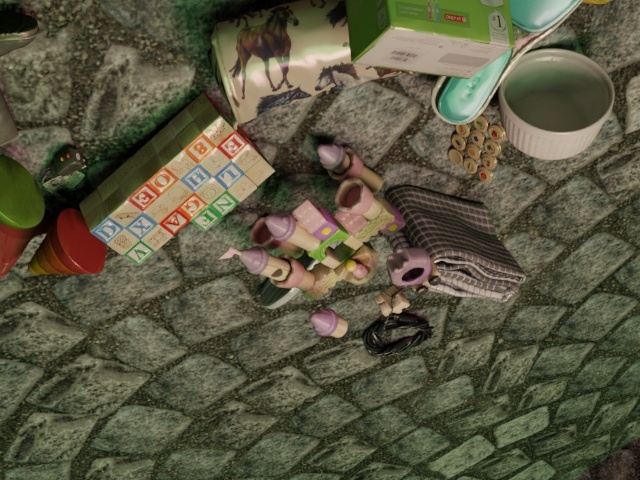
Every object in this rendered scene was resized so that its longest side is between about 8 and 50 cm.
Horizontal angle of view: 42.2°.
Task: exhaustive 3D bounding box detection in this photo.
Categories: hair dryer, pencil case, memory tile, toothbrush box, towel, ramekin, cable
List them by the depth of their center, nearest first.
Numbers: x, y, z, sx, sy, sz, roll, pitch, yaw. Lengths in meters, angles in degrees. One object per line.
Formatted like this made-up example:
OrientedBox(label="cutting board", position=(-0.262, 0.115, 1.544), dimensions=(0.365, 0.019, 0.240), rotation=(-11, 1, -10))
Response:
OrientedBox(label="toothbrush box", position=(0.147, -0.394, 1.194), dimensions=(0.206, 0.283, 0.122), rotation=(1, 167, -25))
OrientedBox(label="pencil case", position=(0.028, -0.310, 1.338), dimensions=(0.410, 0.160, 0.183), rotation=(-16, 156, -8))
OrientedBox(label="hair dryer", position=(-0.482, -0.021, 1.479), dimensions=(0.293, 0.080, 0.224), rotation=(-29, 139, 8))
OrientedBox(label="ramekin", position=(0.433, -0.248, 1.554), dimensions=(0.207, 0.207, 0.109), rotation=(-17, 149, -6))
OrientedBox(label="memory tile", position=(0.303, -0.188, 1.626), dimensions=(0.012, 0.113, 0.148), rotation=(-34, 148, -28))
OrientedBox(label="towel", position=(0.276, 0.008, 1.729), dimensions=(0.283, 0.235, 0.121), rotation=(12, 123, -33))
OrientedBox(label="cable", position=(0.200, 0.244, 2.084), dimensions=(0.184, 0.047, 0.151), rotation=(11, 129, -33))

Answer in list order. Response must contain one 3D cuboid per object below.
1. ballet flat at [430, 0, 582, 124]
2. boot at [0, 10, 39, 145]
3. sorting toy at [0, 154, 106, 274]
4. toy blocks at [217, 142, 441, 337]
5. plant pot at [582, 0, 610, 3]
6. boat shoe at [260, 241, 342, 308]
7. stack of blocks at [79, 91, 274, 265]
OrientedBox(label="ballet flat", position=(0.322, -0.378, 1.423), dimensions=(0.139, 0.139, 0.400), rotation=(14, 126, -35))
OrientedBox(label="boot", position=(-0.494, -0.234, 1.252), dimensions=(0.189, 0.076, 0.209), rotation=(-4, 131, 1))
OrientedBox(label="sorting toy", position=(-0.515, -0.041, 1.339), dimensions=(0.126, 0.127, 0.365), rotation=(-27, 134, 20))
OrientedBox(label="toy blocks", position=(0.000, 0.000, 1.537), dimensions=(0.288, 0.309, 0.260), rotation=(-40, 142, 19))
OrientedBox(label="plant pot", position=(0.469, -0.459, 1.419), dimensions=(0.134, 0.095, 0.134), rotation=(-13, 138, -12))
OrientedBox(label="boat shoe", position=(-0.030, 0.074, 1.775), dimensions=(0.226, 0.083, 0.075), rotation=(-43, 134, 21))
OrientedBox(label="stack of blocks", position=(-0.250, -0.094, 1.460), dimensions=(0.297, 0.087, 0.171), rotation=(-40, 137, 5))
